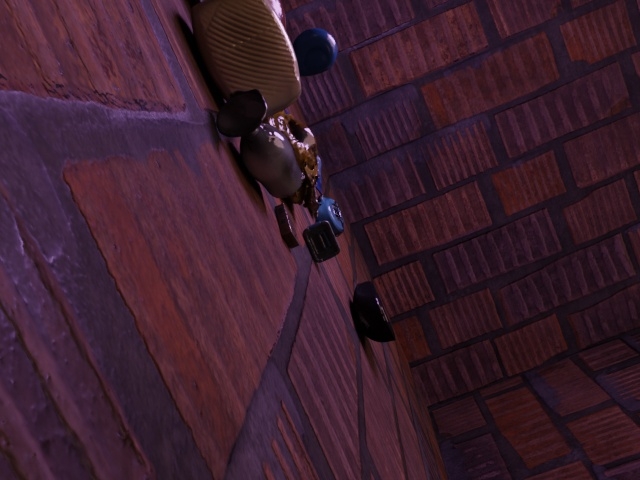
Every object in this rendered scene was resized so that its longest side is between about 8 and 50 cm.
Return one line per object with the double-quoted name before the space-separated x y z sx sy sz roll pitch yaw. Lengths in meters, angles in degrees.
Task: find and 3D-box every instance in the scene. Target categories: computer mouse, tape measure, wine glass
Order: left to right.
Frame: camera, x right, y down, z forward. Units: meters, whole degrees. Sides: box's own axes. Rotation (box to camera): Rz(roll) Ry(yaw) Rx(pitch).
"wine glass" -0.106 -0.170 1.099 0.222 0.103 0.103 58 11 -57
"tape measure" 0.026 -0.080 1.982 0.125 0.081 0.146 27 43 -65
"computer mouse" 0.159 0.237 1.896 0.269 0.100 0.170 -99 169 -82

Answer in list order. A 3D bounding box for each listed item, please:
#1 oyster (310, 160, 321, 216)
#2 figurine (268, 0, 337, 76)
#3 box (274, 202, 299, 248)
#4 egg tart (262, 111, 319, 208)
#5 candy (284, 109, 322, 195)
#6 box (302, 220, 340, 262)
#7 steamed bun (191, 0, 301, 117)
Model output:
"oyster" -0.037 -0.180 1.890 0.133 0.072 0.209 -112 -161 -80
"figurine" -0.167 -0.485 1.337 0.416 0.243 0.298 39 31 -31
"box" -0.070 -0.031 1.246 0.053 0.024 0.083 59 9 -53
"egg tart" -0.072 -0.220 1.478 0.297 0.132 0.297 -20 90 -89
"candy" -0.060 -0.322 2.137 0.187 0.077 0.331 44 23 -58
"box" 0.000 0.000 1.533 0.054 0.074 0.099 -134 -160 -78
"steamed bun" -0.147 -0.355 1.151 0.239 0.170 0.152 65 -13 -17
